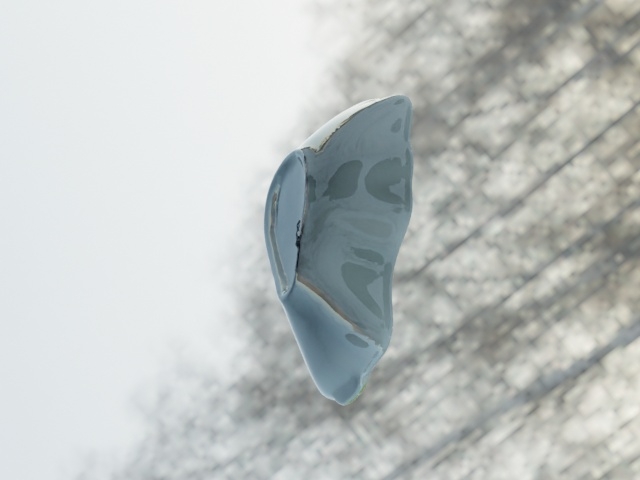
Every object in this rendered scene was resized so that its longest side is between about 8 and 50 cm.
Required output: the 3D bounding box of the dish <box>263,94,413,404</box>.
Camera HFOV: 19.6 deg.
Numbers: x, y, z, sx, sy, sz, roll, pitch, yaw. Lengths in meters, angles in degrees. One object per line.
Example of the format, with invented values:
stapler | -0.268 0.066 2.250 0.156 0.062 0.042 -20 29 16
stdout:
dish | 0.000 0.000 0.767 0.039 0.091 0.137 17 -125 -23
